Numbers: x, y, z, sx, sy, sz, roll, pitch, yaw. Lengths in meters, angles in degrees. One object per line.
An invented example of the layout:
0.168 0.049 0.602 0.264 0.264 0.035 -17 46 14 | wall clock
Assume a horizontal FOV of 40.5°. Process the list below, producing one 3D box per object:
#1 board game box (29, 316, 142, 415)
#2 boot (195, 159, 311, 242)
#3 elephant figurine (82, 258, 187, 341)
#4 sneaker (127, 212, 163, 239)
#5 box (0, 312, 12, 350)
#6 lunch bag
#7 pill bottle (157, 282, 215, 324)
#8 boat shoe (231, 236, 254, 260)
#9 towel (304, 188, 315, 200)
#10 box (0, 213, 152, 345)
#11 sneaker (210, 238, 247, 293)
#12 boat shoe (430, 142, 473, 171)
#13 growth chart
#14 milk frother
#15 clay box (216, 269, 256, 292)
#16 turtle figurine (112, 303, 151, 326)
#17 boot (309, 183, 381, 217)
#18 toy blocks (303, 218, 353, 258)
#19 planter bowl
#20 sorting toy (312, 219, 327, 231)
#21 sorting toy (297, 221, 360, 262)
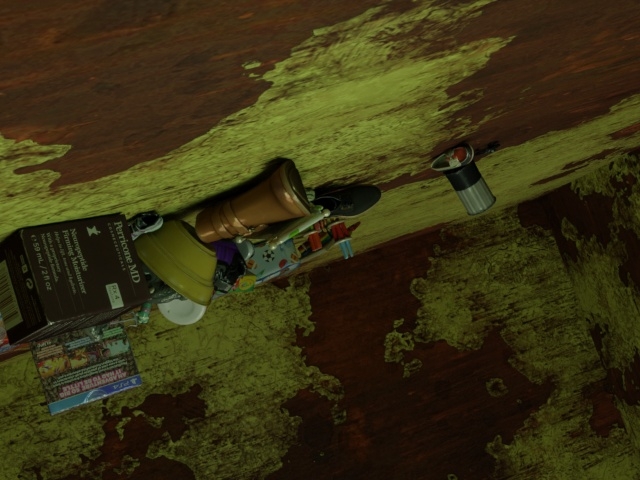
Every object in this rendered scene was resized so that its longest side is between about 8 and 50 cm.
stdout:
-0.610 0.270 2.199 0.232 0.290 0.141 -16 173 -18 | board game box
-0.136 -0.066 1.636 0.220 0.109 0.283 -18 -177 -1 | boot
-0.410 0.088 1.804 0.239 0.186 0.169 -35 -162 -12 | elephant figurine
-0.341 -0.029 1.603 0.098 0.038 0.069 -27 174 -12 | sneaker
-0.712 0.180 1.888 0.128 0.122 0.257 -13 172 -39 | box
-0.223 0.087 2.591 0.303 0.114 0.243 -18 176 -19 | lunch bag
-0.308 0.101 2.100 0.121 0.121 0.221 -21 -160 18 | pill bottle
-0.204 0.021 2.313 0.083 0.065 0.183 -15 180 -32 | boat shoe
-0.084 -0.085 1.897 0.110 0.027 0.148 -21 173 26 | towel
-0.441 0.067 1.512 0.203 0.168 0.167 -13 171 -45 | box
-0.258 0.058 1.972 0.102 0.146 0.293 -46 165 25 | sneaker
0.311 -0.194 2.044 0.043 0.049 0.137 -13 177 -26 | boat shoe
-0.076 -0.034 1.759 0.172 0.021 0.237 -30 -165 -21 | growth chart
0.409 -0.161 2.195 0.143 0.134 0.129 -20 -155 34 | milk frother
-0.298 0.096 2.325 0.222 0.053 0.127 -1 -159 -43 | clay box
-0.439 0.107 2.006 0.118 0.175 0.234 -40 178 12 | turtle figurine
0.060 -0.088 2.008 0.198 0.076 0.137 -18 180 -11 | boot
0.017 -0.013 2.262 0.123 0.148 0.054 -21 173 16 | toy blocks
-0.269 0.023 1.698 0.090 0.217 0.217 -47 170 5 | planter bowl
-0.003 -0.065 2.156 0.042 0.061 0.102 -19 155 -6 | sorting toy
0.000 0.000 2.614 0.275 0.046 0.132 -25 -165 43 | sorting toy
